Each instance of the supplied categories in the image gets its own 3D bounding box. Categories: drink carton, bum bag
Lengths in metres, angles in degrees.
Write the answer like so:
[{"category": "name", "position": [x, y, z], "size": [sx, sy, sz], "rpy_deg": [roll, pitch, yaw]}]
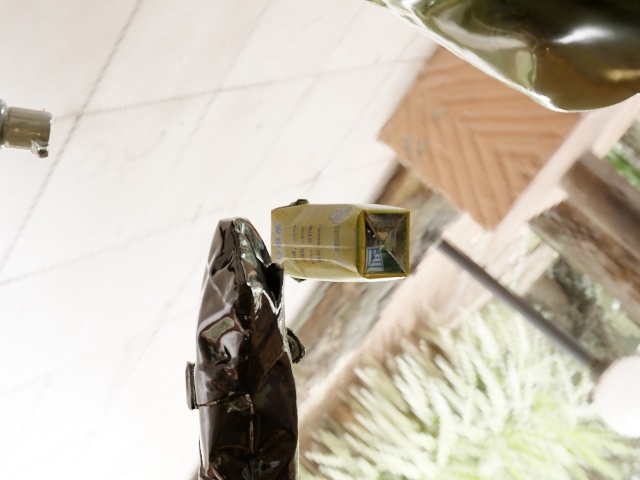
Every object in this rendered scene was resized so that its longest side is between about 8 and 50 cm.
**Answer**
[{"category": "drink carton", "position": [0.000, 0.000, 1.162], "size": [0.074, 0.084, 0.200], "rpy_deg": [-3, -178, -39]}, {"category": "bum bag", "position": [-0.061, 0.147, 0.967], "size": [0.144, 0.095, 0.341], "rpy_deg": [-99, -173, -73]}]

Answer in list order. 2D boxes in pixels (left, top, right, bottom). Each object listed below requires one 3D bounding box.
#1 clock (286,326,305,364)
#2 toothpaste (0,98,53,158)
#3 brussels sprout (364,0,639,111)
[{"category": "clock", "position": [-0.062, 0.153, 1.705], "size": [0.083, 0.074, 0.010], "rpy_deg": [-16, -152, 31]}, {"category": "toothpaste", "position": [-0.406, -0.120, 1.084], "size": [0.056, 0.314, 0.058], "rpy_deg": [118, -25, -61]}, {"category": "brussels sprout", "position": [0.137, -0.319, 0.677], "size": [0.342, 0.361, 0.425], "rpy_deg": [30, 102, -33]}]
